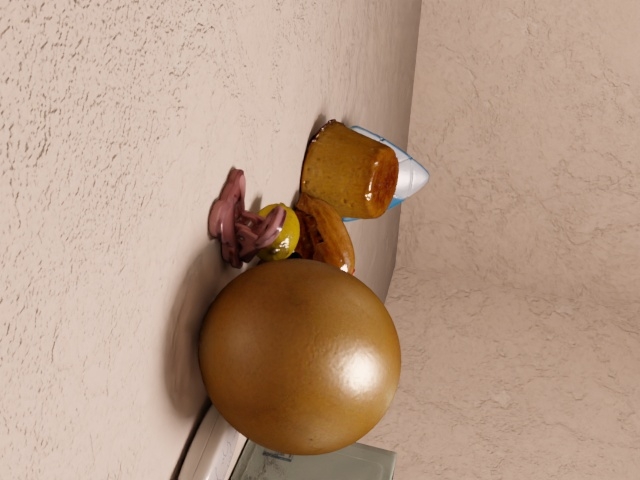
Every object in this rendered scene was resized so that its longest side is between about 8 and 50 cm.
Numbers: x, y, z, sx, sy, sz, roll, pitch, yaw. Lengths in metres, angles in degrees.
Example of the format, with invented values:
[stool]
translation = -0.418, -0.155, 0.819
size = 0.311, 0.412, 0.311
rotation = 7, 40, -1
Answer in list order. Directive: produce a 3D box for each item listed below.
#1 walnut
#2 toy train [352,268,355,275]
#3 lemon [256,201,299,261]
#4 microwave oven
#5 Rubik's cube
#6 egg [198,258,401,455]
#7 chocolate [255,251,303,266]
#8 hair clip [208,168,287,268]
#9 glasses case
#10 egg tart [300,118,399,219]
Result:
[walnut]
translation = 0.000, 0.000, 1.481
size = 0.116, 0.115, 0.207
rotation = 7, 63, -79
[toy train]
translation = 0.041, 0.179, 1.930
size = 0.082, 0.131, 0.204
rotation = -29, 118, -69
[lemon]
translation = -0.075, -0.016, 1.223
size = 0.082, 0.082, 0.111
rotation = 88, 11, -51
[microwave oven]
translation = -0.019, 0.513, 1.465
size = 0.237, 0.295, 0.181
rotation = -64, 163, -53
[Rubik's cube]
translation = 0.159, -0.171, 1.912
size = 0.254, 0.254, 0.255
rotation = 11, 90, -79
[egg]
translation = -0.029, 0.169, 1.096
size = 0.351, 0.282, 0.283
rotation = 31, 69, -58
[chocolate]
translation = -0.082, 0.095, 1.288
size = 0.125, 0.080, 0.149
rotation = 4, 85, -70
[hair clip]
translation = -0.124, -0.023, 1.101
size = 0.138, 0.102, 0.123
rotation = -39, -155, 52
[glasses case]
translation = -0.170, 0.334, 1.134
size = 0.092, 0.059, 0.233
rotation = 93, 14, -46
[egg tart]
translation = 0.062, -0.138, 1.565
size = 0.215, 0.170, 0.215
rotation = -40, 138, -50
